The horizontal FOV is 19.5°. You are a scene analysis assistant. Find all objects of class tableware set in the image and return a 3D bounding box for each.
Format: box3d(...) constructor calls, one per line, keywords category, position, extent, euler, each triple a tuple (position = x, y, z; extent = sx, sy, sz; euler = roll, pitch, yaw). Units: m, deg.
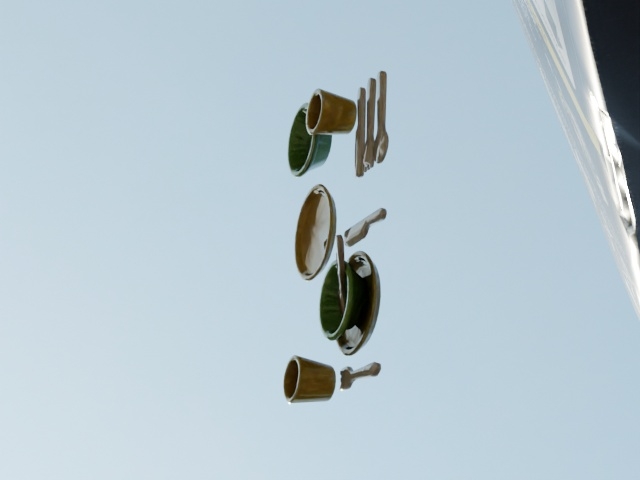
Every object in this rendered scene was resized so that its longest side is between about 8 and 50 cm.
box3d(category="tableware set", position=(0.000, 0.000, 0.876), extent=(0.104, 0.024, 0.154), euler=(148, -53, -63))

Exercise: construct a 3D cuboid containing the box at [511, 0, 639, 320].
box3d(category="box", position=(0.045, -0.210, 0.470), extent=(0.097, 0.318, 0.395), euler=(-20, -125, 6))
